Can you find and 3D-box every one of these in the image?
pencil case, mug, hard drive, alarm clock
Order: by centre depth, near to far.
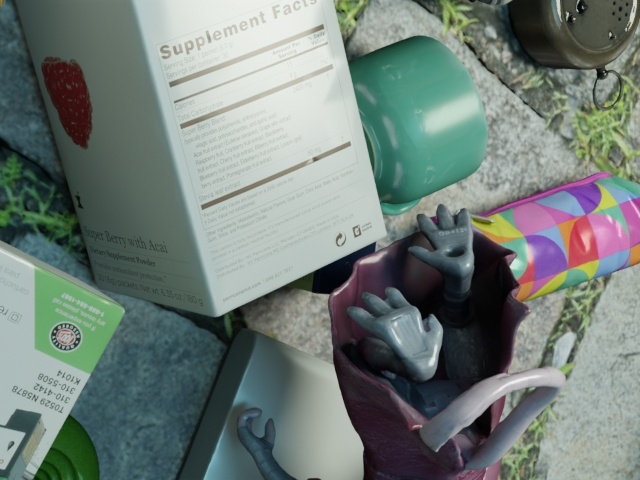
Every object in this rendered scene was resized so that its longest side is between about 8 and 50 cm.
[{"bbox_3d":[0.066,-0.084,1.525,0.097,0.129,0.157,-24,110,-28],"label":"mug"},{"bbox_3d":[0.015,0.222,1.587,0.308,0.040,0.203,26,81,-35],"label":"hard drive"},{"bbox_3d":[0.199,0.002,1.656,0.236,0.104,0.104,-15,105,-35],"label":"pencil case"},{"bbox_3d":[0.248,-0.207,1.685,0.129,0.064,0.192,-37,119,-27],"label":"alarm clock"}]

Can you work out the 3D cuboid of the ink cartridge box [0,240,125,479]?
[{"bbox_3d":[-0.259,0.101,1.212,0.160,0.092,0.219,29,88,-35],"label":"ink cartridge box"}]

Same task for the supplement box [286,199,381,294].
[{"bbox_3d":[0.000,0.000,1.517,0.056,0.083,0.083,5,94,-36],"label":"supplement box"}]

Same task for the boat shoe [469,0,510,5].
[{"bbox_3d":[0.060,-0.267,1.476,0.158,0.127,0.340,-34,150,1],"label":"boat shoe"}]

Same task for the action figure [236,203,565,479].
[{"bbox_3d":[0.097,0.172,1.439,0.248,0.276,0.370,-18,127,-28],"label":"action figure"}]

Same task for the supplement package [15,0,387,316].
[{"bbox_3d":[-0.096,-0.116,1.372,0.175,0.177,0.293,-25,110,-32],"label":"supplement package"}]

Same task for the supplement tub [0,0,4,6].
[{"bbox_3d":[-0.332,-0.159,1.163,0.228,0.228,0.316,35,76,-34],"label":"supplement tub"}]

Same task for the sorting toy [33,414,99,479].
[{"bbox_3d":[-0.190,0.217,1.385,0.127,0.126,0.365,-37,117,-26],"label":"sorting toy"}]
